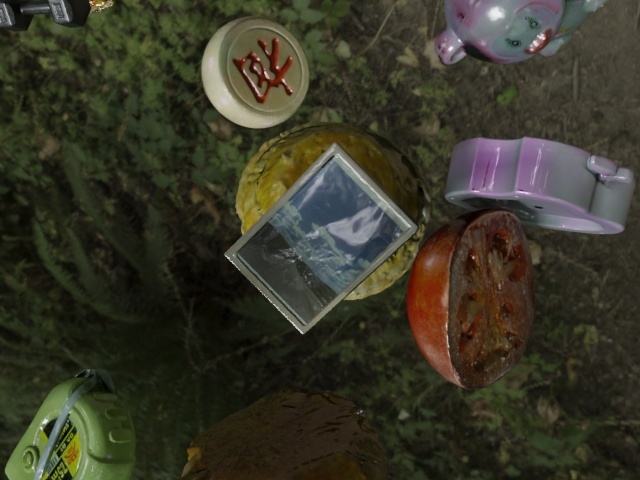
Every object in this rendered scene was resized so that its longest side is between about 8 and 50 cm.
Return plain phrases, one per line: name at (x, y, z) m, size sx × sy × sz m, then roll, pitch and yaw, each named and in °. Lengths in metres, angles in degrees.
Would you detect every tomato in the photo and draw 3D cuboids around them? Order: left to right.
tomato at (0.258, 0.095, 1.412) m, size 0.143 × 0.338 × 0.338 m, roll 3°, pitch 132°, yaw 39°

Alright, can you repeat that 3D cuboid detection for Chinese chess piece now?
Chinese chess piece at (-0.071, -0.185, 0.863) m, size 0.122 × 0.122 × 0.051 m, roll 47°, pitch 156°, yaw -18°

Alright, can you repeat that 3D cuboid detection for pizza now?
pizza at (-0.354, -0.381, 1.208) m, size 0.099 × 0.100 × 0.029 m, roll 16°, pitch 157°, yaw 29°

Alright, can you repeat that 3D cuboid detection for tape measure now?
tape measure at (-0.292, 0.252, 0.950) m, size 0.154 × 0.087 × 0.177 m, roll 38°, pitch 103°, yaw 36°

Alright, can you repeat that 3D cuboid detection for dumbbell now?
dumbbell at (-0.241, -0.201, 0.672) m, size 0.083 × 0.040 × 0.036 m, roll 2°, pitch 153°, yaw 19°

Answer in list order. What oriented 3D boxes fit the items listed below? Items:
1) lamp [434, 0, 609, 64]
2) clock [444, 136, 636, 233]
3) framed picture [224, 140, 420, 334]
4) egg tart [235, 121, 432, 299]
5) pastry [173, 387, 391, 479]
lamp at (0.333, -0.428, 1.332) m, size 0.247 × 0.301 × 0.247 m, roll 59°, pitch 139°, yaw 11°
clock at (0.399, -0.094, 1.414) m, size 0.338 × 0.102 × 0.338 m, roll 12°, pitch 176°, yaw 1°
framed picture at (0.000, 0.000, 1.223) m, size 0.260 × 0.023 × 0.189 m, roll -44°, pitch 91°, yaw 13°
egg tart at (0.022, -0.075, 1.461) m, size 0.388 × 0.388 × 0.169 m, roll 22°, pitch 158°, yaw 8°
pastry at (-0.027, 0.232, 0.786) m, size 0.229 × 0.218 × 0.100 m, roll -1°, pitch 112°, yaw 39°
